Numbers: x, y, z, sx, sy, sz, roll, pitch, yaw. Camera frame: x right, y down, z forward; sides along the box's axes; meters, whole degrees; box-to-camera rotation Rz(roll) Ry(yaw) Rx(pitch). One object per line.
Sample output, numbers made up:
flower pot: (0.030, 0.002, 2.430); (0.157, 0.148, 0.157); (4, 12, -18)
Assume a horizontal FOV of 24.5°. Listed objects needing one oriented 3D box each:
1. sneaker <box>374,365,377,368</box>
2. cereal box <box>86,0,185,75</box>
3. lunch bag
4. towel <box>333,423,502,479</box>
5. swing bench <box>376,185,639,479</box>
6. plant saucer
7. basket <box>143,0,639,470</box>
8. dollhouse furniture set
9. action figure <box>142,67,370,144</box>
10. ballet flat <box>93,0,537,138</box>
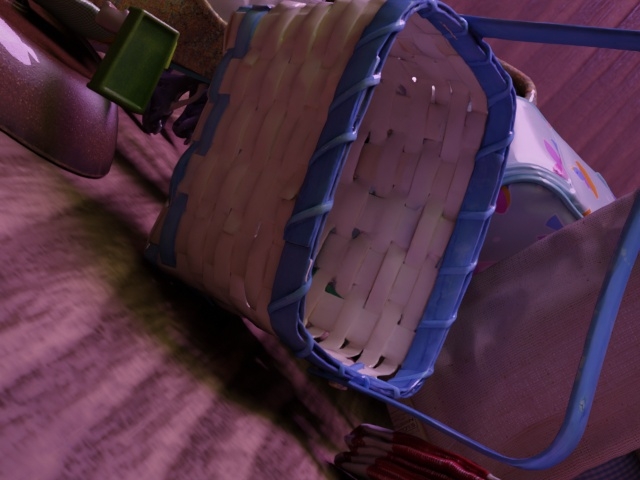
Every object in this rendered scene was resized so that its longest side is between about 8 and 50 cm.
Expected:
sneaker: (0.115, 0.114, 1.340); (0.131, 0.112, 0.319); (10, -17, 47)
cereal box: (-0.104, -0.201, 1.315); (0.240, 0.173, 0.047); (13, 65, -58)
lunch bag: (0.129, 0.036, 1.119); (0.279, 0.224, 0.108); (43, 26, -39)
towel: (0.182, 0.198, 0.823); (0.329, 0.037, 0.237); (12, -23, 50)
swing bench: (0.213, 0.114, 1.017); (0.255, 0.253, 0.165); (40, 30, -39)
plant saucer: (-0.239, -0.168, 0.977); (0.310, 0.050, 0.310); (44, 6, -6)
basket: (0.060, -0.025, 0.886); (0.289, 0.254, 0.201); (19, -6, 38)
dollhouse furniture set: (-0.150, -0.127, 0.963); (0.076, 0.058, 0.152); (30, -4, -40)
action figure: (-0.027, -0.116, 1.220); (0.276, 0.141, 0.164); (19, -1, 38)
ballet flat: (0.008, -0.149, 1.081); (0.348, 0.123, 0.123); (24, 13, -17)
